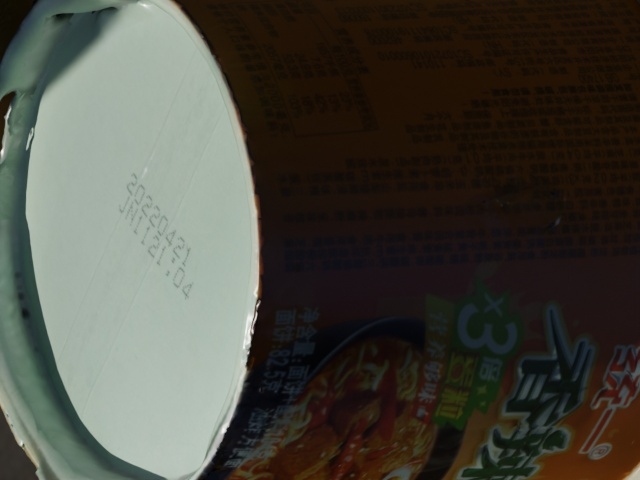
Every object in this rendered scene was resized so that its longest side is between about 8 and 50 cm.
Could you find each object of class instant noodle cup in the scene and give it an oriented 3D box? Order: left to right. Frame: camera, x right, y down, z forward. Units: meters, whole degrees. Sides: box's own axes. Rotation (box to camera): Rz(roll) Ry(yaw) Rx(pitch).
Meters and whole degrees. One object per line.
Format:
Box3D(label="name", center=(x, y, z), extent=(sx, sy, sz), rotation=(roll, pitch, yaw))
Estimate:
Box3D(label="instant noodle cup", center=(0.000, 0.000, 0.647), extent=(0.182, 0.230, 0.230), rotation=(-2, 157, -39))

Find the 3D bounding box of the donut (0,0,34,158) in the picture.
Box3D(label="donut", center=(-0.285, -0.082, 0.764), extent=(0.449, 0.198, 0.449), rotation=(-1, 134, -1))
